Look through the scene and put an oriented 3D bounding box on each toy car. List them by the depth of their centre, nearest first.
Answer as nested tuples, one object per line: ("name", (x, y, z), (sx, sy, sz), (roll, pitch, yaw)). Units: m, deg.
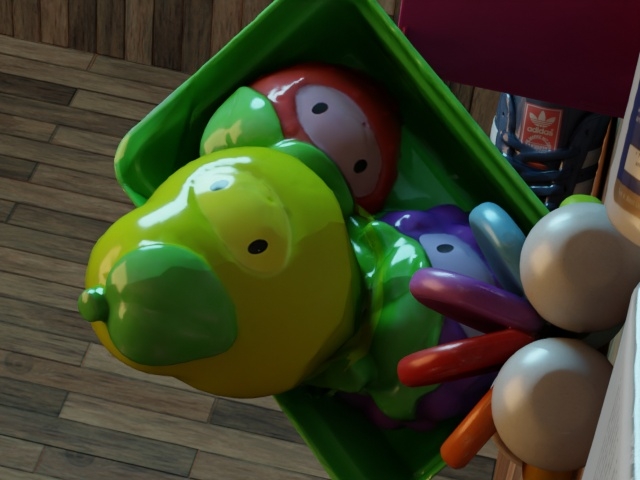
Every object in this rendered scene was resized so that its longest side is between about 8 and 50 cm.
("toy car", (0.117, 0.056, 1.020), (0.159, 0.136, 0.182), (69, -146, -80))

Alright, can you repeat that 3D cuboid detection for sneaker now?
("sneaker", (0.205, -0.073, 1.627), (0.148, 0.131, 0.350), (75, -153, -69))

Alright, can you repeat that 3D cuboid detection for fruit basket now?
("fruit basket", (0.000, 0.000, 1.236), (0.283, 0.392, 0.392), (-41, 0, 9))

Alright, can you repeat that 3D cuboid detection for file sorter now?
("file sorter", (0.189, -0.280, 1.352), (0.291, 0.202, 0.182), (97, -171, -45))

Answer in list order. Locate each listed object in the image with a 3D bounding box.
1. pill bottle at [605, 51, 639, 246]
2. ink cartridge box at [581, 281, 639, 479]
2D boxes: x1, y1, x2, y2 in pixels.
("pill bottle", (0.122, -0.055, 0.464), (0.067, 0.067, 0.120), (-64, -15, -69))
("ink cartridge box", (0.073, 0.186, 0.446), (0.239, 0.060, 0.275), (-71, -8, -58))
